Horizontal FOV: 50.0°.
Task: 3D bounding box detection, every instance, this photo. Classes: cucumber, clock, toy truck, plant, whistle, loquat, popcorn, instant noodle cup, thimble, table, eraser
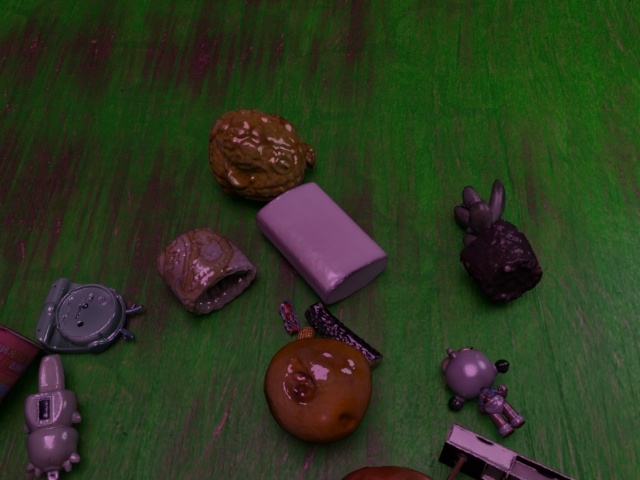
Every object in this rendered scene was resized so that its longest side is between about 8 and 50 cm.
[{"bbox_3d":[0.044,0.200,1.432,0.187,0.058,0.058,39,67,24],"label":"cucumber"},{"bbox_3d":[-0.494,0.163,1.486,0.210,0.066,0.159,3,58,4],"label":"clock"},{"bbox_3d":[-0.067,0.164,1.483,0.032,0.024,0.083,-8,56,-29],"label":"toy truck"},{"bbox_3d":[0.369,-0.005,1.498,0.146,0.149,0.275,-26,49,17],"label":"plant"},{"bbox_3d":[-0.528,0.347,1.348,0.101,0.106,0.253,3,59,-32],"label":"whistle"},{"bbox_3d":[-0.006,0.284,1.308,0.213,0.213,0.213,-2,57,2],"label":"loquat"},{"bbox_3d":[-0.134,-0.203,1.634,0.251,0.206,0.237,-9,34,-41],"label":"popcorn"},{"bbox_3d":[-0.708,0.270,1.350,0.243,0.244,0.255,20,69,16],"label":"instant noodle cup"},{"bbox_3d":[-0.245,0.061,1.496,0.190,0.137,0.143,-29,60,-28],"label":"thimble"},{"bbox_3d":[0.322,0.442,1.222,0.240,0.122,0.111,22,60,17],"label":"table"},{"bbox_3d":[0.000,0.000,1.544,0.174,0.095,0.270,-30,61,-25],"label":"eraser"}]

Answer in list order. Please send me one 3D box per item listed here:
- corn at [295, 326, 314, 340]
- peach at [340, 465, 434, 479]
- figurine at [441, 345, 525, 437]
[{"bbox_3d":[-0.037,0.224,1.436,0.037,0.037,0.092,7,58,8],"label":"corn"},{"bbox_3d":[0.129,0.492,1.169,0.235,0.214,0.214,3,55,-16],"label":"peach"},{"bbox_3d":[0.316,0.291,1.344,0.147,0.093,0.197,-40,69,4],"label":"figurine"}]
